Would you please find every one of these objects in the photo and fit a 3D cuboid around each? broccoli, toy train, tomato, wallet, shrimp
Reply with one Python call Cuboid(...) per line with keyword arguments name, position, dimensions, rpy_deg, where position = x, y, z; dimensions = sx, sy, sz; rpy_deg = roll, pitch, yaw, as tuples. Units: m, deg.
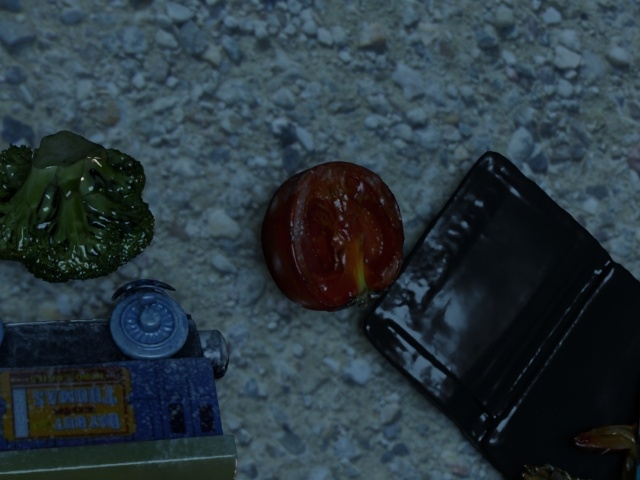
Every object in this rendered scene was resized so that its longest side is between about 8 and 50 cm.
Cuboid(name="broccoli", position=(-0.226, -0.028, 1.361), dimensions=(0.162, 0.138, 0.146), rpy_deg=(-12, 47, -15))
Cuboid(name="toy train", position=(-0.218, 0.148, 1.316), dimensions=(0.299, 0.131, 0.202), rpy_deg=(-3, 55, -15))
Cuboid(name="tomato", position=(0.000, 0.000, 1.450), dimensions=(0.159, 0.091, 0.139), rpy_deg=(-19, 95, -43))
Cuboid(name="wallet", position=(0.211, 0.102, 1.527), dimensions=(0.323, 0.041, 0.247), rpy_deg=(42, 75, -13))
Cuboid(name="shrimp", position=(0.283, 0.237, 1.509), dimensions=(0.236, 0.053, 0.133), rpy_deg=(22, 84, -28))

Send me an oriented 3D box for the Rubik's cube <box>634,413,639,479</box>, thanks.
Cuboid(name="Rubik's cube", position=(0.391, 0.204, 1.486), dimensions=(0.284, 0.250, 0.234), rpy_deg=(-10, 61, -34))
